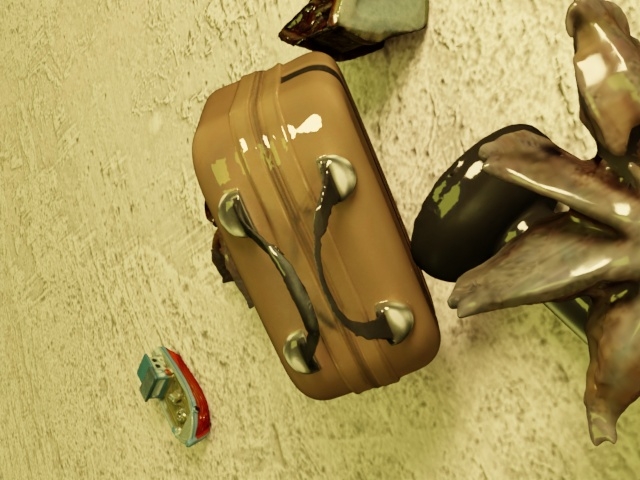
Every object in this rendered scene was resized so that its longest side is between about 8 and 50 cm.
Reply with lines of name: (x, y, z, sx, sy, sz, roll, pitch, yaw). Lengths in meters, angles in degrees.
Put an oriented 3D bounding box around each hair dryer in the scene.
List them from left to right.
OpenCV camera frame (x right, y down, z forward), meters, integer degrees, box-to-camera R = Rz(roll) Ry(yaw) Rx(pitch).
hair dryer: (0.272, -0.017, 0.716, 0.320, 0.155, 0.284, 35, 96, 31)

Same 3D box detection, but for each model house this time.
model house: (0.022, -0.242, 0.961, 0.152, 0.165, 0.106, -12, 97, 51)

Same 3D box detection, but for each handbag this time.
handbag: (0.000, 0.000, 0.819, 0.149, 0.283, 0.302, -18, 107, 10)

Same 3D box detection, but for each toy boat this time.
toy boat: (-0.205, 0.218, 1.274, 0.173, 0.059, 0.069, 52, 127, 37)

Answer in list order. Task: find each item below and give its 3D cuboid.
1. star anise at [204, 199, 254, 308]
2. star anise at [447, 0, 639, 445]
star anise: (-0.075, -0.048, 1.085, 0.212, 0.129, 0.283, 54, 137, 43)
star anise: (0.244, 0.005, 0.592, 0.316, 0.139, 0.359, -21, 97, 26)
